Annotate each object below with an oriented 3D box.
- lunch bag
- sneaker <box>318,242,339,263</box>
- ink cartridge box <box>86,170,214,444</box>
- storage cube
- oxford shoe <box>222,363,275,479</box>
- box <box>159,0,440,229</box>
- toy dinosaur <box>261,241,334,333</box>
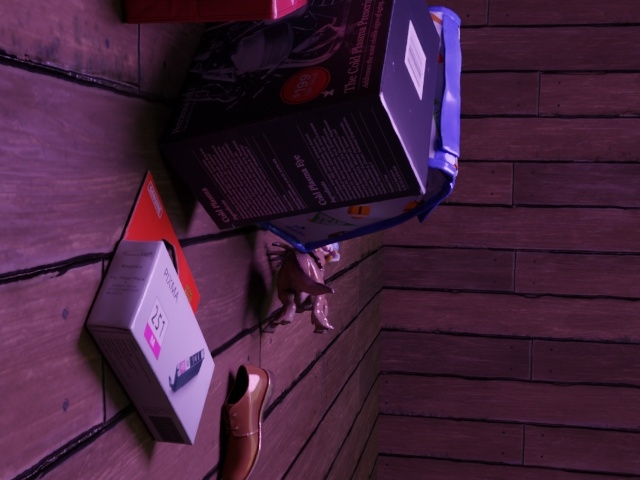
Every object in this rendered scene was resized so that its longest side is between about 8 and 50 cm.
[{"bbox_3d":[0.073,-0.189,1.379,0.238,0.385,0.328,29,54,-39],"label":"lunch bag"},{"bbox_3d":[0.000,0.000,1.929,0.185,0.083,0.070,68,27,-66],"label":"sneaker"},{"bbox_3d":[-0.190,0.090,1.031,0.275,0.060,0.239,79,18,-49],"label":"ink cartridge box"},{"bbox_3d":[-0.124,-0.367,0.962,0.215,0.183,0.193,-62,151,-66],"label":"storage cube"},{"bbox_3d":[-0.139,0.311,1.361,0.076,0.076,0.212,32,57,-42],"label":"oxford shoe"},{"bbox_3d":[-0.014,-0.216,1.144,0.179,0.312,0.343,58,31,-41],"label":"box"},{"bbox_3d":[-0.038,0.069,1.527,0.296,0.127,0.201,119,-25,-76],"label":"toy dinosaur"}]
